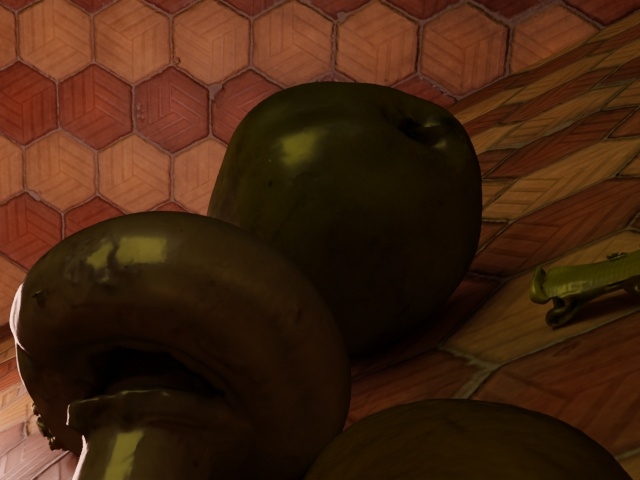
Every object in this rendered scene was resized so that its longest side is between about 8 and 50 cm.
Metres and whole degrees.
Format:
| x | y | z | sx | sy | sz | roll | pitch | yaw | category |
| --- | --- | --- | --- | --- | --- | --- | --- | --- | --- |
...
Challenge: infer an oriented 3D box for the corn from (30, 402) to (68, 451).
| x | y | z | sx | sy | sz | roll | pitch | yaw | category |
| --- | --- | --- | --- | --- | --- | --- | --- | --- | --- |
| -0.242 | 0.173 | 1.356 | 0.291 | 0.101 | 0.101 | -29 | 10 | -12 | corn |

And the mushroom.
| x | y | z | sx | sy | sz | roll | pitch | yaw | category |
| --- | --- | --- | --- | --- | --- | --- | --- | --- | --- |
| -0.133 | 0.135 | 0.814 | 0.292 | 0.292 | 0.290 | -22 | 29 | 35 | mushroom |

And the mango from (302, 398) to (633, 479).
| x | y | z | sx | sy | sz | roll | pitch | yaw | category |
| --- | --- | --- | --- | --- | --- | --- | --- | --- | --- |
| 0.060 | 0.155 | 0.475 | 0.195 | 0.142 | 0.331 | -22 | 8 | 12 | mango |

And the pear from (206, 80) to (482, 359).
| x | y | z | sx | sy | sz | roll | pitch | yaw | category |
| --- | --- | --- | --- | --- | --- | --- | --- | --- | --- |
| 0.000 | 0.000 | 1.094 | 0.375 | 0.287 | 0.287 | -42 | 4 | 23 | pear |

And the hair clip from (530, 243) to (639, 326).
| x | y | z | sx | sy | sz | roll | pitch | yaw | category |
| --- | --- | --- | --- | --- | --- | --- | --- | --- | --- |
| 0.258 | 0.027 | 0.847 | 0.173 | 0.046 | 0.072 | -23 | 21 | 33 | hair clip |
